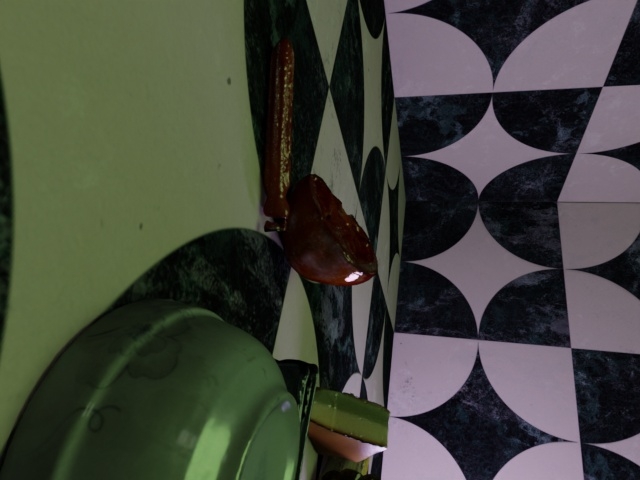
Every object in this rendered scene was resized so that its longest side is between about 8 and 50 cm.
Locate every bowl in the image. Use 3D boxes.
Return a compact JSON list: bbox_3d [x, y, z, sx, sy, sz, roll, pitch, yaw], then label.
[{"bbox_3d":[-0.122,0.216,0.442,0.307,0.164,0.306,5,90,-74],"label":"bowl"}]

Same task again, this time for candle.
[{"bbox_3d":[-0.070,-0.176,0.768,0.051,0.048,0.328,178,-85,-64],"label":"candle"}]

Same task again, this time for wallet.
[{"bbox_3d":[-0.075,0.267,0.602,0.036,0.167,0.221,24,64,-35],"label":"wallet"}]

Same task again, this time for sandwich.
[{"bbox_3d":[0.032,0.454,1.113,0.186,0.220,0.108,-51,-161,45],"label":"sandwich"}]

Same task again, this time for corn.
[{"bbox_3d":[0.060,0.610,1.205,0.305,0.122,0.123,-37,119,-71],"label":"corn"}]

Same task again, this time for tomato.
[{"bbox_3d":[0.000,0.000,0.874,0.233,0.140,0.200,52,19,-10],"label":"tomato"}]

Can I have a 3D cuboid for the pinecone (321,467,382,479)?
[{"bbox_3d":[0.067,0.599,0.851,0.384,0.385,0.383,2,90,-74],"label":"pinecone"}]
